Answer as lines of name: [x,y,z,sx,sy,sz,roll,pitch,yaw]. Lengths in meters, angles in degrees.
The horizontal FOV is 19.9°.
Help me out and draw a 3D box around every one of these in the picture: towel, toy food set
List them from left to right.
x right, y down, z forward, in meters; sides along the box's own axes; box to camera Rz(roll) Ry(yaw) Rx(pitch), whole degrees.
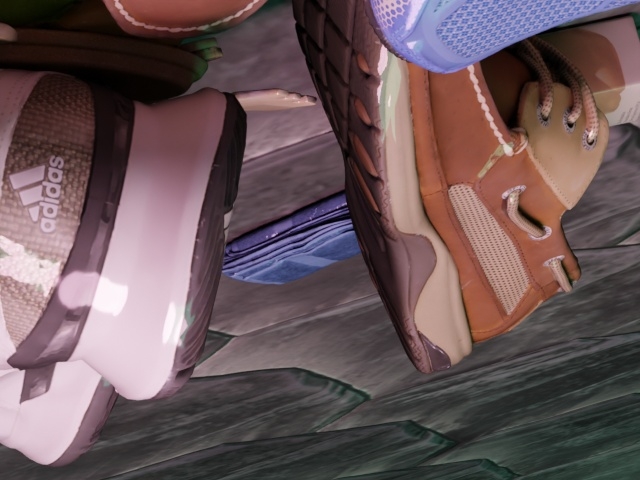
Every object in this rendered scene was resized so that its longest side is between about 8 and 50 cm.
toy food set: [-0.105,-0.086,0.779,0.132,0.038,0.192,0,175,39]
towel: [0.000,0.000,1.160,0.119,0.029,0.067,-24,161,30]

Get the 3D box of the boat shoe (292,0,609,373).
boat shoe: [0.068,-0.054,0.858,0.120,0.122,0.324,-21,152,-3]

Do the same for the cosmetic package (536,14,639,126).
cosmetic package: [0.113,-0.079,0.971,0.115,0.041,0.060,-13,162,-2]

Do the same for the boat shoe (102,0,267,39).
boat shoe: [-0.022,-0.133,0.570,0.123,0.116,0.324,-8,162,-16]

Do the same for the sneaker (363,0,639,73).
sneaker: [0.157,-0.124,0.591,0.330,0.147,0.130,-23,157,29]

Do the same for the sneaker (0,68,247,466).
sneaker: [-0.205,-0.006,0.852,0.258,0.169,0.447,13,166,-13]
